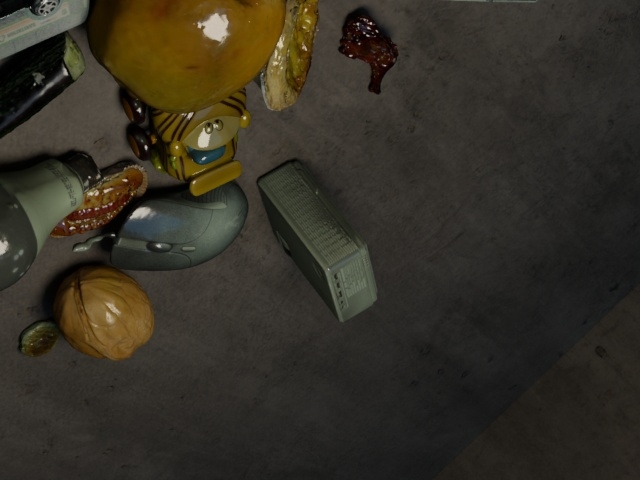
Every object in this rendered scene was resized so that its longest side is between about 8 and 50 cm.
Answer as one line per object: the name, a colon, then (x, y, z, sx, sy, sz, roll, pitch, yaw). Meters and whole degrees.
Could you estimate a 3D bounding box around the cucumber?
cucumber: (-0.438, -0.201, 1.780, 0.241, 0.074, 0.074, -39, 146, 3)

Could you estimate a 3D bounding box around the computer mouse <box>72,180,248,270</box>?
computer mouse: (-0.255, -0.007, 2.121, 0.379, 0.090, 0.167, -15, 139, -44)

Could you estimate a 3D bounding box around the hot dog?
hot dog: (-0.366, -0.063, 2.018, 0.192, 0.053, 0.099, -28, 143, -21)

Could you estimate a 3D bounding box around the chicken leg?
chicken leg: (0.090, -0.323, 2.163, 0.093, 0.053, 0.205, -23, 142, 16)

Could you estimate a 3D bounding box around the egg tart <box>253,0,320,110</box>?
egg tart: (-0.066, -0.317, 1.936, 0.234, 0.094, 0.234, 12, 90, -79)

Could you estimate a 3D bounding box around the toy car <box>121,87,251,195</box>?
toy car: (-0.193, -0.187, 1.961, 0.200, 0.142, 0.248, -28, 145, -18)

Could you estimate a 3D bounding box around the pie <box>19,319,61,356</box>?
pie: (-0.491, 0.172, 2.195, 0.084, 0.020, 0.084, -25, 144, -20)

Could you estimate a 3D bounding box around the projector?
projector: (0.000, 0.000, 2.255, 0.099, 0.257, 0.192, -30, 145, -12)

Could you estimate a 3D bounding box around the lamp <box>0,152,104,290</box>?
lamp: (-0.450, -0.029, 1.862, 0.314, 0.182, 0.182, -20, 141, -27)

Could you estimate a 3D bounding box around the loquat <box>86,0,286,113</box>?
loquat: (-0.189, -0.312, 1.733, 0.276, 0.276, 0.284, 14, 122, -50)

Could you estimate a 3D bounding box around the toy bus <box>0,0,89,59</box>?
toy bus: (-0.435, -0.297, 1.662, 0.261, 0.091, 0.109, -27, 154, -17)

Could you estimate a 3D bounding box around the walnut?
walnut: (-0.371, 0.127, 2.144, 0.159, 0.159, 0.207, -39, 145, -1)

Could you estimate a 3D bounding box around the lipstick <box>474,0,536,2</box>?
lipstick: (0.268, -0.458, 2.153, 0.289, 0.076, 0.077, -6, 135, -36)
